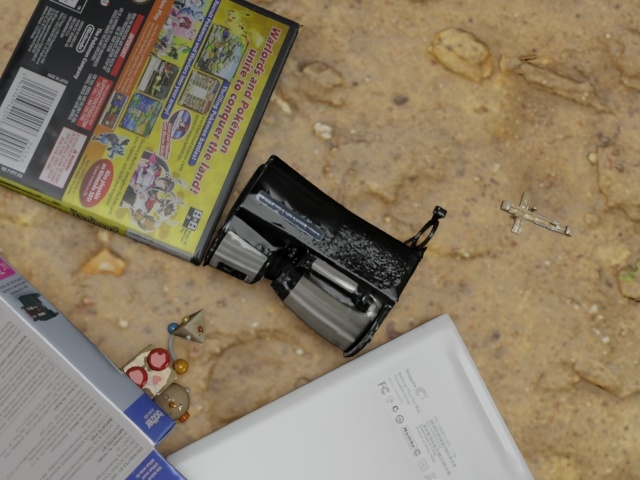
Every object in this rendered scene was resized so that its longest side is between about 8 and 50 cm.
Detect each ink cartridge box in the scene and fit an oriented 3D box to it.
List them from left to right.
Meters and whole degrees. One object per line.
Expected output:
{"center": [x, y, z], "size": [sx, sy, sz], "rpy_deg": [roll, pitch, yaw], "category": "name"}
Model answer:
{"center": [-0.265, 0.156, 0.825], "size": [0.311, 0.065, 0.186], "rpy_deg": [44, 105, 3], "category": "ink cartridge box"}

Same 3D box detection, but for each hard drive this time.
{"center": [0.035, 0.228, 0.910], "size": [0.307, 0.040, 0.203], "rpy_deg": [-26, 84, -13], "category": "hard drive"}

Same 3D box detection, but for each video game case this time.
{"center": [-0.184, -0.145, 0.948], "size": [0.248, 0.035, 0.275], "rpy_deg": [22, 76, -5], "category": "video game case"}

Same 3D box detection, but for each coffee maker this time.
{"center": [0.000, 0.000, 0.923], "size": [0.178, 0.120, 0.171], "rpy_deg": [35, 52, -3], "category": "coffee maker"}

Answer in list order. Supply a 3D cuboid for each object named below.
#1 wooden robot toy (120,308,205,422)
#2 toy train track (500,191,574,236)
{"center": [-0.156, 0.145, 0.882], "size": [0.173, 0.076, 0.079], "rpy_deg": [-40, 99, -14], "category": "wooden robot toy"}
{"center": [0.233, -0.024, 1.007], "size": [0.083, 0.014, 0.048], "rpy_deg": [21, 77, -6], "category": "toy train track"}
